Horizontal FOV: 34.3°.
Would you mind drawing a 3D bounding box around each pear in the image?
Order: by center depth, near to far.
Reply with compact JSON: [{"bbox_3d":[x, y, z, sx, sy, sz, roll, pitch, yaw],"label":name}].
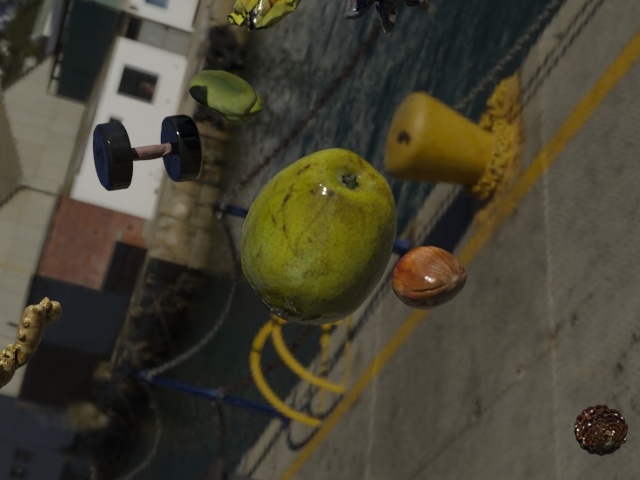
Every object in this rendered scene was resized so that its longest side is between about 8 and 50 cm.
[{"bbox_3d":[0.000,0.000,1.704,0.253,0.253,0.307,-87,21,-44],"label":"pear"}]

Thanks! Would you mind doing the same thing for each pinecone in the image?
[{"bbox_3d":[0.405,0.276,1.517,0.083,0.077,0.077,176,109,-79],"label":"pinecone"}]

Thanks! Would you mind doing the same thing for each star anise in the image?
[{"bbox_3d":[0.128,-0.538,2.040,0.129,0.212,0.283,-130,37,-50],"label":"star anise"}]

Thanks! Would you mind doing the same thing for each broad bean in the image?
[{"bbox_3d":[-0.207,-0.327,2.327,0.124,0.174,0.082,-32,-27,-41],"label":"broad bean"}]

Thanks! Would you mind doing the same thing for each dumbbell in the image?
[{"bbox_3d":[-0.389,-0.198,2.327,0.152,0.218,0.152,32,127,58],"label":"dumbbell"}]

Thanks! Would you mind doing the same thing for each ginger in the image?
[{"bbox_3d":[-0.571,0.201,1.943,0.176,0.052,0.193,-61,-14,25],"label":"ginger"}]

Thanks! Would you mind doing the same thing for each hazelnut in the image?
[{"bbox_3d":[0.237,0.088,2.233,0.150,0.150,0.150,-164,90,-78],"label":"hazelnut"}]

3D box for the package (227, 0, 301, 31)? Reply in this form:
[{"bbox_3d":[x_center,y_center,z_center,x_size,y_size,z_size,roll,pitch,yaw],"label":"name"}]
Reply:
[{"bbox_3d":[-0.084,-0.495,2.043,0.226,0.090,0.168,-48,27,-4],"label":"package"}]
